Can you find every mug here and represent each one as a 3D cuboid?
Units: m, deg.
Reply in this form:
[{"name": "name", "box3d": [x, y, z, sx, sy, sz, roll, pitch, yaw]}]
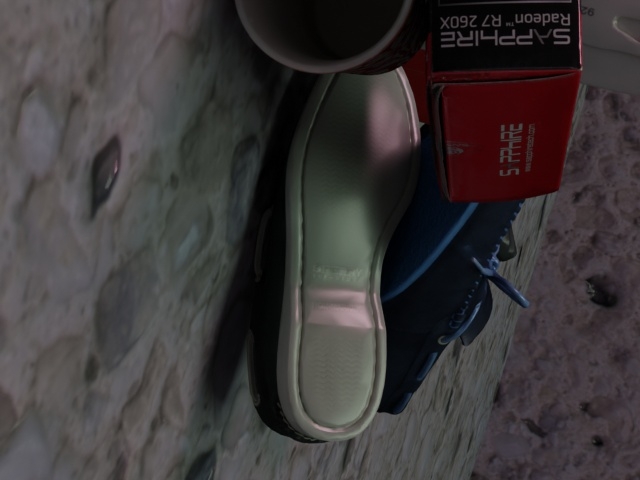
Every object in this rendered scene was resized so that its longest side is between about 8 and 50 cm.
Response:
[{"name": "mug", "box3d": [0.031, -0.174, 0.890, 0.150, 0.113, 0.169, -50, 172, 9]}]

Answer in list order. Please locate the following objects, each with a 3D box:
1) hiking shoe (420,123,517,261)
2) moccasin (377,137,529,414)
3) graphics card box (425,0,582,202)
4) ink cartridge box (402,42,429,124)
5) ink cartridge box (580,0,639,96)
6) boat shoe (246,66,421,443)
[{"name": "hiking shoe", "box3d": [0.098, -0.054, 1.305, 0.304, 0.132, 0.113, -98, 176, -75]}, {"name": "moccasin", "box3d": [0.088, 0.029, 1.107, 0.342, 0.117, 0.137, 126, -27, -48]}, {"name": "graphics card box", "box3d": [0.116, -0.234, 0.884, 0.233, 0.094, 0.370, 65, 24, -73]}, {"name": "ink cartridge box", "box3d": [0.147, -0.218, 1.241, 0.078, 0.134, 0.231, -50, 152, -60]}, {"name": "ink cartridge box", "box3d": [0.301, -0.236, 1.183, 0.232, 0.171, 0.168, -53, 154, -61]}, {"name": "boat shoe", "box3d": [0.000, 0.000, 1.021, 0.091, 0.114, 0.302, -12, -117, 60]}]
